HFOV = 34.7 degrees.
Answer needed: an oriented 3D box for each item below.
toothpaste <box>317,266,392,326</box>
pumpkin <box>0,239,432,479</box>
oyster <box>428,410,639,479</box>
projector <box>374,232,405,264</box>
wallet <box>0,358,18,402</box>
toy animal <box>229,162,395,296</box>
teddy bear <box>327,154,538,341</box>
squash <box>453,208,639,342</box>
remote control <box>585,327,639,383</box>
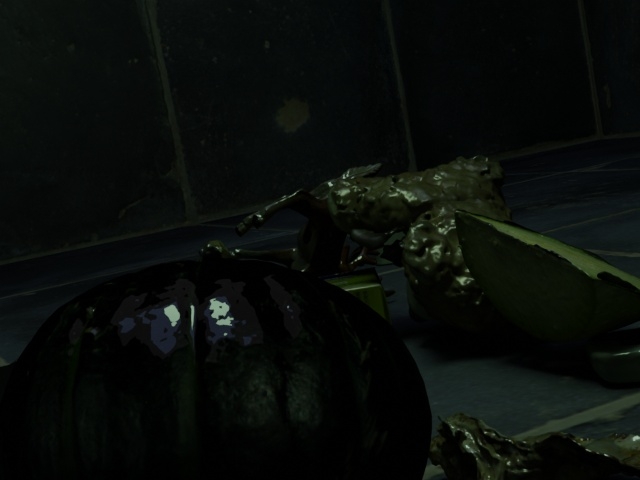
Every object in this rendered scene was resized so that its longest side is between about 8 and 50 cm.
[{"bbox_3d":[-0.082,0.102,1.146,0.328,0.077,0.110,-10,9,-1],"label":"toothpaste"},{"bbox_3d":[-0.059,0.101,0.592,0.250,0.216,0.250,-2,-26,-1],"label":"pumpkin"},{"bbox_3d":[0.136,0.137,0.640,0.177,0.056,0.105,-3,-2,39],"label":"oyster"},{"bbox_3d":[0.128,-0.009,1.720,0.083,0.082,0.083,-9,7,8],"label":"projector"},{"bbox_3d":[-0.362,0.173,1.159,0.146,0.030,0.285,-10,5,-34],"label":"wallet"},{"bbox_3d":[0.009,0.015,1.272,0.260,0.087,0.243,-11,-34,-32],"label":"toy animal"},{"bbox_3d":[0.150,0.013,1.095,0.267,0.156,0.256,26,26,-16],"label":"teddy bear"},{"bbox_3d":[0.223,0.051,0.924,0.184,0.085,0.192,16,11,-38],"label":"squash"},{"bbox_3d":[0.379,0.078,0.847,0.310,0.038,0.090,-9,7,10],"label":"remote control"}]
